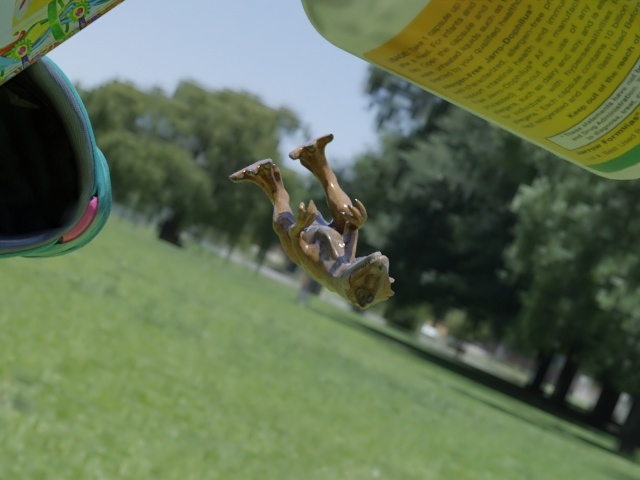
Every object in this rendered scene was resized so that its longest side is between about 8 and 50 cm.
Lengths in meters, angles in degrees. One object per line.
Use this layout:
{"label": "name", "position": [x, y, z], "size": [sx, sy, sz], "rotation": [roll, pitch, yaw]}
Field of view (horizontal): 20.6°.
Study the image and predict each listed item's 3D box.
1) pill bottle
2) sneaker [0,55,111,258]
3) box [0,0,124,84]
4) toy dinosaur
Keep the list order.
{"label": "pill bottle", "position": [0.065, -0.114, 0.705], "size": [0.208, 0.117, 0.117], "rotation": [23, -2, -25]}
{"label": "sneaker", "position": [-0.239, -0.079, 0.979], "size": [0.295, 0.123, 0.178], "rotation": [31, -5, -16]}
{"label": "box", "position": [-0.188, -0.209, 0.682], "size": [0.177, 0.279, 0.290], "rotation": [38, -26, 28]}
{"label": "toy dinosaur", "position": [0.000, 0.000, 1.007], "size": [0.211, 0.064, 0.112], "rotation": [-100, 165, -83]}
